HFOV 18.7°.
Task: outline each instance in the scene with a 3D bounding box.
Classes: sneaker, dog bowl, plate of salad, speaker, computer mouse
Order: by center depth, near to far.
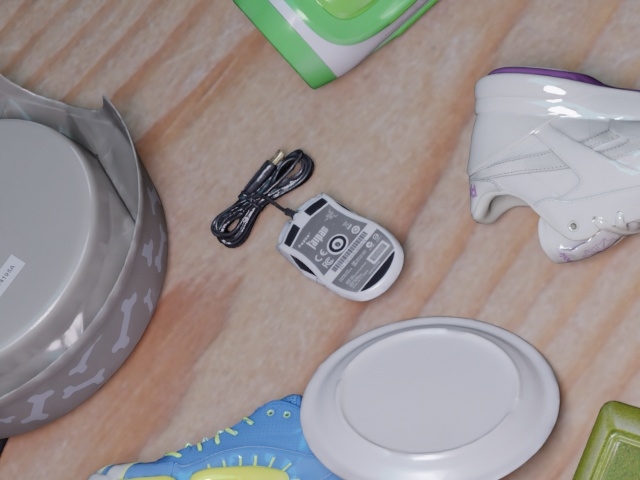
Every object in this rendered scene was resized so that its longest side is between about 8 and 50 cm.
[{"bbox_3d":[0.084,0.132,1.495,0.200,0.048,0.200,-5,38,4],"label":"plate of salad"},{"bbox_3d":[0.252,-0.046,1.500,0.305,0.114,0.152,11,87,33],"label":"sneaker"},{"bbox_3d":[-0.065,0.185,1.554,0.240,0.091,0.126,8,59,20],"label":"sneaker"},{"bbox_3d":[0.000,0.000,1.624,0.106,0.042,0.193,-48,51,-7],"label":"computer mouse"},{"bbox_3d":[0.068,-0.267,1.659,0.296,0.131,0.131,-42,57,3],"label":"speaker"},{"bbox_3d":[-0.290,0.018,1.701,0.349,0.102,0.348,-12,59,20],"label":"dog bowl"}]

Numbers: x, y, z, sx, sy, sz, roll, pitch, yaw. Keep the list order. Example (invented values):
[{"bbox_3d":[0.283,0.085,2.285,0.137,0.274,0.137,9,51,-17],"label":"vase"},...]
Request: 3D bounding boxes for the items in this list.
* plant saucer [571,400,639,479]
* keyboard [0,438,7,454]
[{"bbox_3d":[0.251,0.219,1.403,0.188,0.045,0.188,17,75,30],"label":"plant saucer"},{"bbox_3d":[-0.320,0.237,1.679,0.108,0.023,0.180,13,75,36],"label":"keyboard"}]
